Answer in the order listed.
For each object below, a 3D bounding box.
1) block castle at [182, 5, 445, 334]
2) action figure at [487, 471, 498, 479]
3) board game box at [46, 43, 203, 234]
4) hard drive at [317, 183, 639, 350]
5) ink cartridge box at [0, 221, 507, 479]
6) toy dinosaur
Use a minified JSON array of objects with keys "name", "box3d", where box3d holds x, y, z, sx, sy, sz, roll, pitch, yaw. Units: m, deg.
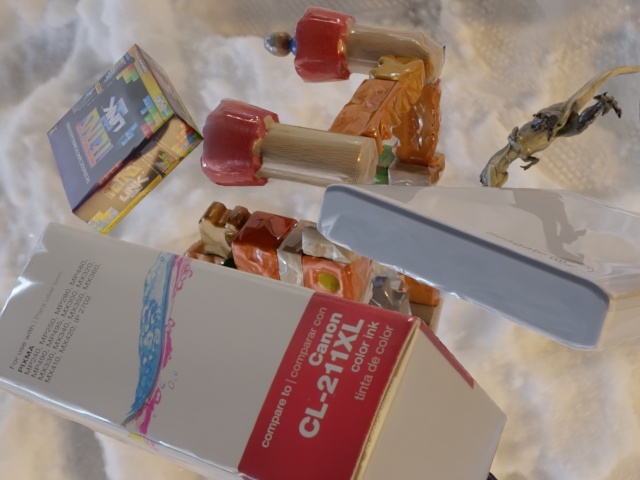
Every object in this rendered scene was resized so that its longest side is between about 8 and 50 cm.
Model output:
[{"name":"block castle","box3d":[0.000,0.000,1.105,0.213,0.303,0.453,12,131,20]},{"name":"action figure","box3d":[0.015,0.262,0.686,0.285,0.185,0.099,-31,81,-24]},{"name":"board game box","box3d":[-0.204,-0.107,0.991,0.141,0.048,0.170,-43,40,7]},{"name":"hard drive","box3d":[0.198,0.006,0.776,0.233,0.353,0.047,24,108,38]},{"name":"ink cartridge box","box3d":[-0.030,0.063,0.398,0.175,0.127,0.072,14,72,30]},{"name":"toy dinosaur","box3d":[0.295,-0.146,1.175,0.268,0.118,0.064,-36,93,0]}]
